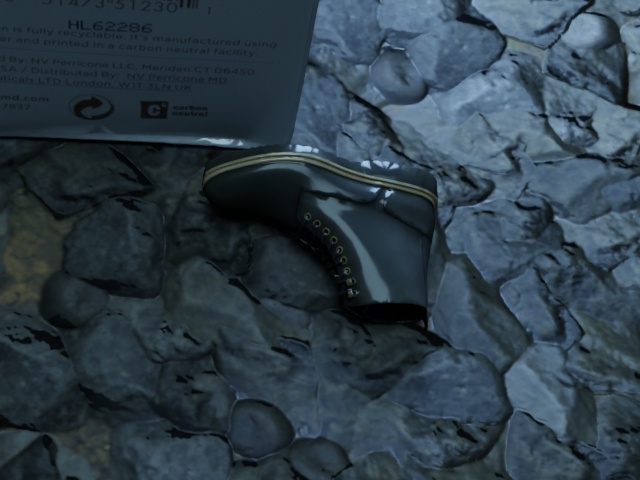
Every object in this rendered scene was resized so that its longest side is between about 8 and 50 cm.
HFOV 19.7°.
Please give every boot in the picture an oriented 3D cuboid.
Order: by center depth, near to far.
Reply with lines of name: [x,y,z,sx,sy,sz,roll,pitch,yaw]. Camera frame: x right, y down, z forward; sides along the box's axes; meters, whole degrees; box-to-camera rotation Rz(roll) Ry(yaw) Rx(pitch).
boot: [0.000,0.000,1.506,0.197,0.077,0.137,3,60,-4]

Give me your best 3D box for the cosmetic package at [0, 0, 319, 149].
cosmetic package: [-0.168,-0.330,1.553,0.329,0.327,0.394,3,56,-6]
